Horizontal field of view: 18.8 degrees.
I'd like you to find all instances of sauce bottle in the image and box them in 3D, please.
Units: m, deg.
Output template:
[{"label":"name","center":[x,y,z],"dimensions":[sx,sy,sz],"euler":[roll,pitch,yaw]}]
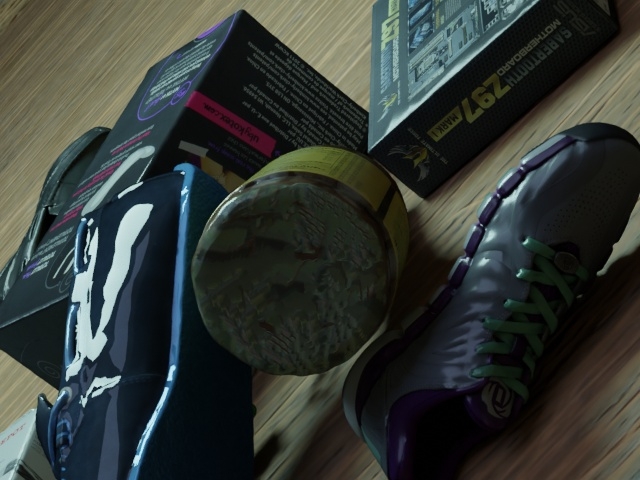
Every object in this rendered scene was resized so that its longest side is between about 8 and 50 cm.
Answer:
[{"label":"sauce bottle","center":[0.000,0.000,1.155],"dimensions":[0.111,0.111,0.344],"euler":[-47,0,9]}]

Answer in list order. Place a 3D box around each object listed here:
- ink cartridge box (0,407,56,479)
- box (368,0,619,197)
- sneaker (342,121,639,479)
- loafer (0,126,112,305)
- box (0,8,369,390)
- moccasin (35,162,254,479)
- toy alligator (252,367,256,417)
[{"label":"ink cartridge box","center":[-0.236,0.212,1.433],"dimensions":[0.109,0.063,0.150],"euler":[-37,23,34]},{"label":"box","center":[0.115,-0.157,1.357],"dimensions":[0.183,0.059,0.233],"euler":[-41,22,23]},{"label":"sneaker","center":[0.104,0.046,1.007],"dimensions":[0.224,0.083,0.098],"euler":[-53,31,20]},{"label":"loafer","center":[-0.239,-0.014,1.852],"dimensions":[0.078,0.076,0.223],"euler":[-11,47,53]},{"label":"box","center":[-0.100,-0.010,1.425],"dimensions":[0.165,0.143,0.270],"euler":[-23,33,56]},{"label":"moccasin","center":[-0.110,0.119,1.168],"dimensions":[0.116,0.138,0.342],"euler":[-14,49,26]},{"label":"toy alligator","center":[-0.070,0.137,1.236],"dimensions":[0.190,0.056,0.051],"euler":[-48,61,1]}]
